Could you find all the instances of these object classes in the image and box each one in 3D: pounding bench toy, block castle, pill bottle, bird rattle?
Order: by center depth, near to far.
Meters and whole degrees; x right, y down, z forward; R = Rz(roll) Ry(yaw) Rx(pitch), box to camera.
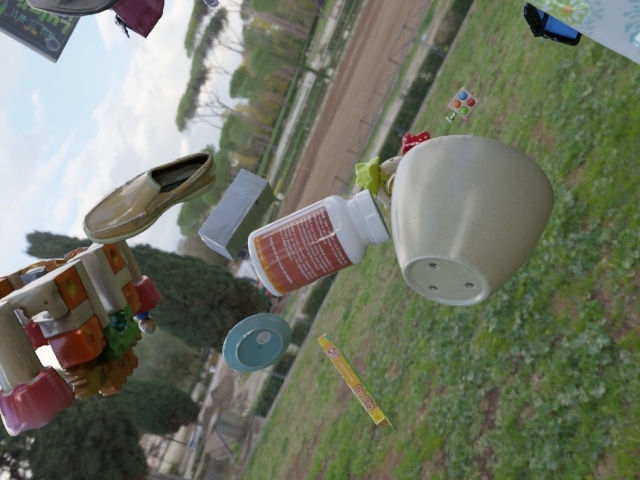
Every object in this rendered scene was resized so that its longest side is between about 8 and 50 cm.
[{"bbox_3d":[-0.455,0.165,0.899,0.453,0.303,0.213,-81,-30,-75],"label":"block castle"},{"bbox_3d":[0.000,0.000,0.937,0.216,0.121,0.121,-24,21,11],"label":"pill bottle"},{"bbox_3d":[0.321,-0.304,1.302,0.083,0.052,0.065,-52,-4,24],"label":"pounding bench toy"},{"bbox_3d":[0.232,-0.193,1.643,0.253,0.207,0.143,-27,36,2],"label":"bird rattle"}]

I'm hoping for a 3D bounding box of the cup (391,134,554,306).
[{"bbox_3d":[0.278,-0.011,1.138,0.237,0.331,0.331,-66,5,-32],"label":"cup"}]

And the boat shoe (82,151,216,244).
[{"bbox_3d":[-0.222,-0.065,0.733,0.190,0.068,0.072,-37,-8,-22],"label":"boat shoe"}]

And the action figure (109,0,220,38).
[{"bbox_3d":[-0.472,-0.760,1.656,0.370,0.248,0.276,-43,42,-7],"label":"action figure"}]

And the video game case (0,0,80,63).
[{"bbox_3d":[-0.525,-0.443,1.007,0.022,0.190,0.173,22,85,55],"label":"video game case"}]

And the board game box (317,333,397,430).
[{"bbox_3d":[0.089,0.340,1.332,0.039,0.259,0.124,-39,-26,-3],"label":"board game box"}]

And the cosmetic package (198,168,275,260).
[{"bbox_3d":[-0.242,-0.074,1.656,0.238,0.107,0.127,-61,-13,-14],"label":"cosmetic package"}]

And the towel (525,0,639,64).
[{"bbox_3d":[0.374,-0.382,0.637,0.090,0.374,0.320,-58,-3,-36],"label":"towel"}]

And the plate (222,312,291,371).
[{"bbox_3d":[-0.160,0.273,1.470,0.024,0.188,0.188,50,122,52],"label":"plate"}]

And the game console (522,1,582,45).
[{"bbox_3d":[0.417,-0.419,0.985,0.071,0.107,0.122,14,79,42],"label":"game console"}]

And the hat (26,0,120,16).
[{"bbox_3d":[-0.207,-0.388,0.635,0.331,0.331,0.134,-76,-28,-42],"label":"hat"}]
